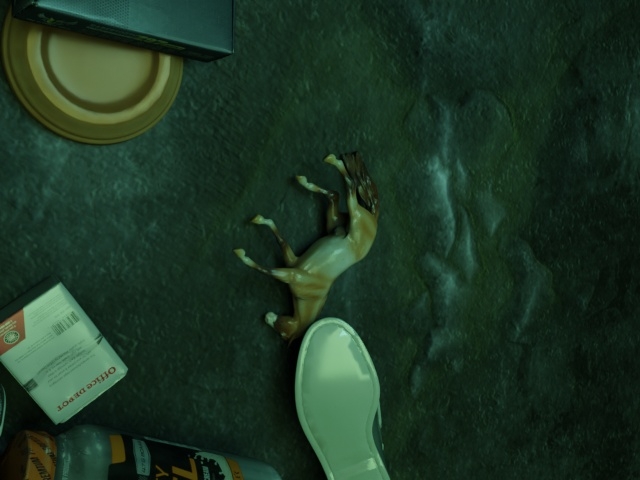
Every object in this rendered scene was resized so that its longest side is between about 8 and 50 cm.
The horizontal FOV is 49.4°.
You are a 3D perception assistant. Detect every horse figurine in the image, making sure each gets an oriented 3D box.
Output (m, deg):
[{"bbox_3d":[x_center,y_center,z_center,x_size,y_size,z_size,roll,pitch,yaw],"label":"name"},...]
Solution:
[{"bbox_3d":[0.000,0.000,0.932,0.263,0.066,0.174,-47,117,-14],"label":"horse figurine"}]

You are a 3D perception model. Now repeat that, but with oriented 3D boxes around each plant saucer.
[{"bbox_3d":[-0.246,-0.206,0.774,0.200,0.037,0.200,-5,101,-28],"label":"plant saucer"}]

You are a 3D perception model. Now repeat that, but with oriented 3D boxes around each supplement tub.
[{"bbox_3d":[-0.208,0.324,0.799,0.316,0.193,0.194,22,88,-31],"label":"supplement tub"}]

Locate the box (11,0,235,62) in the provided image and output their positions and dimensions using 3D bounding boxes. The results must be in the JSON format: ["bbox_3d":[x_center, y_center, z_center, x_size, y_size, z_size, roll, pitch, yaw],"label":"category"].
[{"bbox_3d":[-0.196,-0.301,0.729,0.232,0.059,0.184,2,88,-43],"label":"box"}]

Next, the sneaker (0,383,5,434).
[{"bbox_3d":[-0.375,0.259,0.720,0.086,0.132,0.229,14,64,-23],"label":"sneaker"}]

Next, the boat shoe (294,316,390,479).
[{"bbox_3d":[0.031,0.249,0.984,0.116,0.099,0.320,-15,104,-3],"label":"boat shoe"}]

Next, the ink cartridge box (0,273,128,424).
[{"bbox_3d":[-0.301,0.123,0.789,0.099,0.056,0.135,-37,114,-19],"label":"ink cartridge box"}]
